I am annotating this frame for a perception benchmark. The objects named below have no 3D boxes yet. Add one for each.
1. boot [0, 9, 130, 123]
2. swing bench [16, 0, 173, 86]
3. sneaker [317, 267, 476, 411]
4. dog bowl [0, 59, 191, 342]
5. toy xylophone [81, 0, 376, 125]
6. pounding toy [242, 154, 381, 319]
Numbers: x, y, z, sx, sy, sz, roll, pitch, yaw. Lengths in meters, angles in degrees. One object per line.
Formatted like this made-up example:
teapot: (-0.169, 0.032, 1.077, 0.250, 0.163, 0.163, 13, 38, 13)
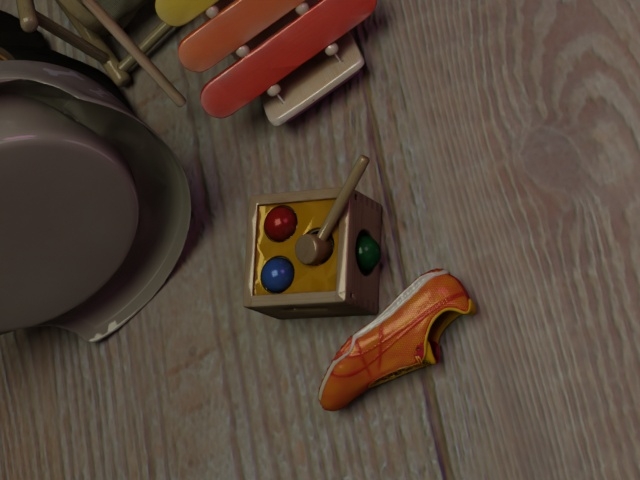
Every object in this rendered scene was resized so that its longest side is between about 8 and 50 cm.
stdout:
boot: (-0.319, -0.155, 1.488, 0.305, 0.112, 0.115, 36, 113, 36)
swing bench: (-0.224, -0.357, 1.444, 0.253, 0.165, 0.254, -40, 56, 15)
sneaker: (0.067, 0.102, 1.218, 0.175, 0.064, 0.067, -45, 70, 15)
dog bowl: (-0.307, -0.024, 1.305, 0.349, 0.349, 0.102, -44, 47, 12)
toy xylophone: (-0.110, -0.247, 1.301, 0.236, 0.323, 0.081, -41, 23, 14)
pounding toy: (0.000, 0.000, 1.257, 0.141, 0.100, 0.130, -5, 75, 28)
